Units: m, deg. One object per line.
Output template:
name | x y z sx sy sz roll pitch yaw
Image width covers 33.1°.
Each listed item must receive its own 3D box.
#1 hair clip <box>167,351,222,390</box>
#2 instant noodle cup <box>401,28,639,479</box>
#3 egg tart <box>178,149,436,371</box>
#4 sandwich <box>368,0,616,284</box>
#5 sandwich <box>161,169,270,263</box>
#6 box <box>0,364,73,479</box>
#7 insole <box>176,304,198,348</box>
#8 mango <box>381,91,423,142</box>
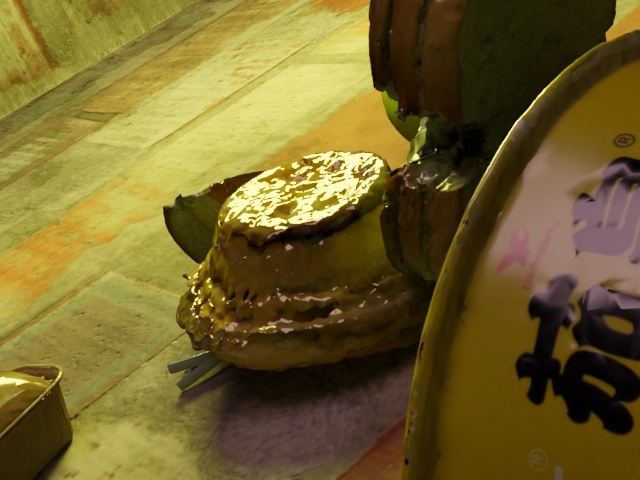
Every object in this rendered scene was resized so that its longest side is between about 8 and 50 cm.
hair clip | -0.092 0.103 1.035 0.115 0.030 0.039 -29 4 -12
instant noodle cup | 0.226 0.086 0.411 0.254 0.325 0.325 13 44 43
egg tart | 0.000 0.000 0.986 0.294 0.123 0.294 -11 26 6
sandwich | 0.141 -0.114 0.864 0.095 0.273 0.249 20 36 40
sandwich | -0.090 -0.022 1.192 0.090 0.088 0.244 -21 1 20
box | -0.308 0.182 0.996 0.111 0.111 0.177 -7 30 38
insole | -0.130 0.084 1.144 0.045 0.002 0.135 -29 23 -4
mango | 0.174 -0.156 1.168 0.175 0.143 0.293 -32 33 -9
